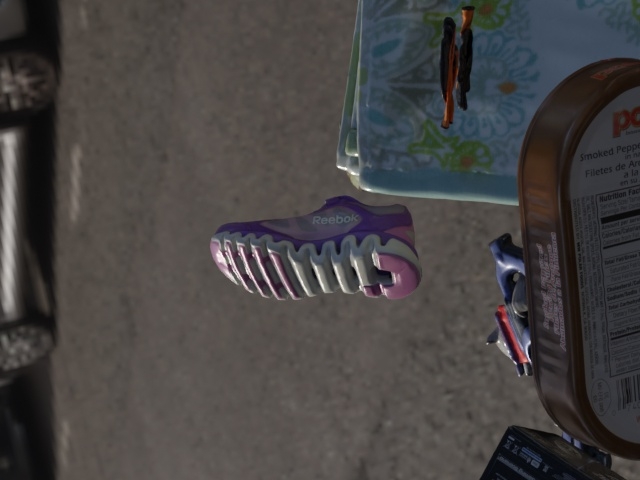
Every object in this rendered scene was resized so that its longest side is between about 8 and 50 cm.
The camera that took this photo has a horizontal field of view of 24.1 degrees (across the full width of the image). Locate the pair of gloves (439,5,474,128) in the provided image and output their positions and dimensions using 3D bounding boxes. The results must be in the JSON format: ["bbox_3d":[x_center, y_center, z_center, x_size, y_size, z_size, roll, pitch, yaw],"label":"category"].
[{"bbox_3d":[0.091,-0.119,1.020,0.083,0.010,0.074,-45,-41,-65],"label":"pair of gloves"}]

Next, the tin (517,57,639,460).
[{"bbox_3d":[0.149,0.011,0.697,0.040,0.106,0.190,19,120,61],"label":"tin"}]

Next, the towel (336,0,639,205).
[{"bbox_3d":[0.206,-0.190,1.400,0.090,0.374,0.321,-2,-82,-70],"label":"towel"}]

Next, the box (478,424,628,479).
[{"bbox_3d":[0.184,0.239,1.058,0.180,0.077,0.147,31,97,35],"label":"box"}]

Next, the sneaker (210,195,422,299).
[{"bbox_3d":[0.000,0.000,1.615,0.095,0.236,0.105,73,-155,-48],"label":"sneaker"}]

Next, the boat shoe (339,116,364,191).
[{"bbox_3d":[0.052,-0.128,1.812,0.072,0.068,0.190,47,154,14],"label":"boat shoe"}]

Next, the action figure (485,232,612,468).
[{"bbox_3d":[0.360,0.127,1.858,0.330,0.178,0.341,-7,104,41],"label":"action figure"}]
